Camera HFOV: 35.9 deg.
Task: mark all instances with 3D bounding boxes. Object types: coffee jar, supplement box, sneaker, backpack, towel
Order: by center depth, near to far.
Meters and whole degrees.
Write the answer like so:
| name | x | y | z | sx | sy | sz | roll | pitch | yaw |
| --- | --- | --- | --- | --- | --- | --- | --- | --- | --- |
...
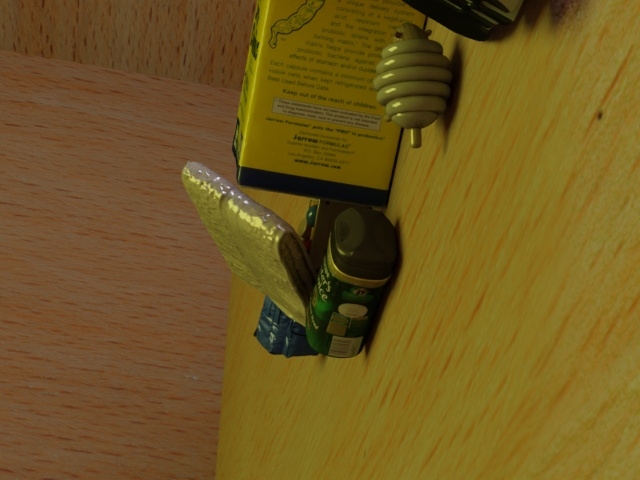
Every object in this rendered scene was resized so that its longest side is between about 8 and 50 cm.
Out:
| name | x | y | z | sx | sy | sz | roll | pitch | yaw |
| --- | --- | --- | --- | --- | --- | --- | --- | --- | --- |
| sneaker | 0.134 | -0.260 | 0.845 | 0.146 | 0.122 | 0.330 | -62 | 10 | 5 |
| coffee jar | 0.036 | 0.051 | 1.197 | 0.096 | 0.079 | 0.184 | -92 | 14 | -47 |
| supplement box | 0.010 | -0.247 | 1.263 | 0.194 | 0.195 | 0.357 | -112 | 32 | -72 |
| towel | -0.080 | 0.018 | 1.305 | 0.049 | 0.187 | 0.282 | -48 | -29 | -15 |
| backpack | -0.033 | 0.115 | 1.525 | 0.101 | 0.097 | 0.120 | 33 | 118 | 48 |

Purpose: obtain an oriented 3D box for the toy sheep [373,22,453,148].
| name | x | y | z | sx | sy | sz | roll | pitch | yaw |
| --- | --- | --- | --- | --- | --- | --- | --- | --- | --- |
| toy sheep | 0.095 | -0.160 | 1.020 | 0.091 | 0.091 | 0.132 | 153 | 109 | -79 |

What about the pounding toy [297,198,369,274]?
| name | x | y | z | sx | sy | sz | roll | pitch | yaw |
| --- | --- | --- | --- | --- | --- | --- | --- | --- | --- |
| pounding toy | 0.000 | 0.000 | 1.394 | 0.141 | 0.100 | 0.130 | -147 | 66 | -80 |
